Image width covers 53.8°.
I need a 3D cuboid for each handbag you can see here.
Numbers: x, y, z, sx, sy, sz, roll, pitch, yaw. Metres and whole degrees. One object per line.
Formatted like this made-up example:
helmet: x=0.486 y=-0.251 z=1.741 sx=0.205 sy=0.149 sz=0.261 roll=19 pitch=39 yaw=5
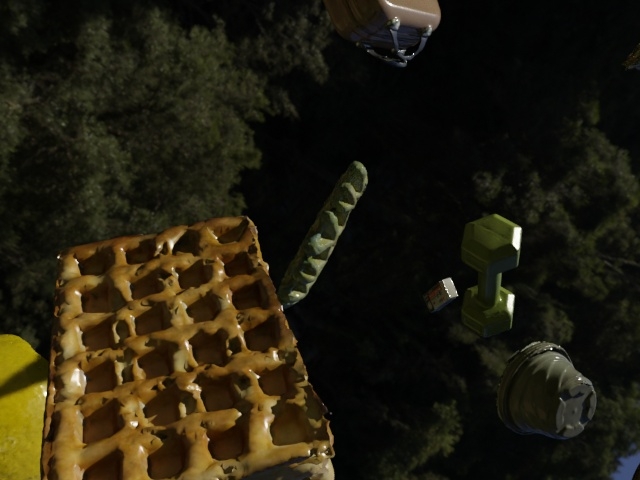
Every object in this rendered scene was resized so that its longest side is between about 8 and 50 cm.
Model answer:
handbag: x=0.150 y=-0.534 z=1.456 sx=0.149 sy=0.283 sz=0.302 roll=-21 pitch=172 yaw=41

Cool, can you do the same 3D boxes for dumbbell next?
dumbbell: x=0.344 y=0.079 z=1.285 sx=0.108 sy=0.121 sz=0.302 roll=-41 pitch=143 yaw=-21

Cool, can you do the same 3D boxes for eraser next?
eraser: x=0.296 y=0.136 z=1.562 sx=0.029 sy=0.052 sz=0.122 roll=-15 pitch=162 yaw=-20

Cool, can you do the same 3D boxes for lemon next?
lemon: x=-0.473 y=0.271 z=0.898 sx=0.219 sy=0.240 sz=0.240 roll=-43 pitch=178 yaw=-35

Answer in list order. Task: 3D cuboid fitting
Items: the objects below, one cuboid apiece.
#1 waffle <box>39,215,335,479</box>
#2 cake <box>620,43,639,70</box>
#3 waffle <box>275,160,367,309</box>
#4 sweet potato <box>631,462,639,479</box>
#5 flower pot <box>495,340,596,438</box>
waffle: x=-0.125 y=0.106 z=0.565 sx=0.308 sy=0.213 sz=0.091 roll=-115 pitch=-162 yaw=-47
cake: x=0.474 y=-0.274 z=0.915 sx=0.051 sy=0.055 sz=0.140 roll=-14 pitch=-179 yaw=42
waffle: x=0.000 y=0.000 z=1.149 sx=0.292 sy=0.056 sz=0.309 roll=-61 pitch=-179 yaw=-9
sweet potato: x=0.543 y=0.483 z=1.088 sx=0.286 sy=0.085 sz=0.112 roll=-65 pitch=175 yaw=16
flower pot: x=0.528 y=0.357 z=1.435 sx=0.235 sy=0.235 sz=0.140 roll=-58 pitch=-148 yaw=-5
